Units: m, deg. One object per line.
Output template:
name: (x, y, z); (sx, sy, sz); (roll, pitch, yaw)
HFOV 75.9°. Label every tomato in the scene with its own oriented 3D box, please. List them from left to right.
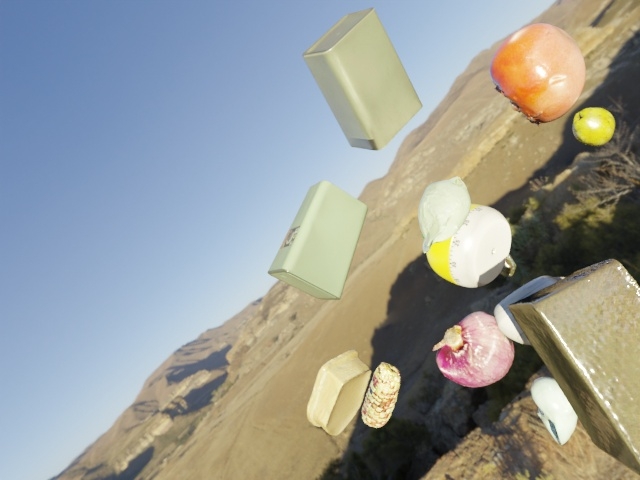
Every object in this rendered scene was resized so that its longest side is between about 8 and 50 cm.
tomato: (0.784, -0.598, 1.463); (0.272, 0.341, 0.341); (-48, -4, 34)

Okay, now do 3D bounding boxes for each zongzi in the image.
zongzi: (0.760, 0.063, 1.894); (0.220, 0.243, 0.112); (-105, 29, -54)

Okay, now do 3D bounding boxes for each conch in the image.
conch: (0.745, 0.539, 1.302); (0.121, 0.221, 0.184); (-9, 35, 31)

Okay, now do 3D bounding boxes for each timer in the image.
timer: (0.433, 0.002, 1.323); (0.285, 0.285, 0.285); (-44, -2, -2)

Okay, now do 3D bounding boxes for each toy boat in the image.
toy boat: (0.035, 0.329, 0.854); (0.116, 0.061, 0.188); (-11, -56, -44)

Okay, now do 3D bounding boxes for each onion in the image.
onion: (0.582, 0.418, 1.425); (0.267, 0.349, 0.159); (-53, 28, 5)

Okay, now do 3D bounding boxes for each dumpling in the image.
dumpling: (0.266, -0.068, 0.947); (0.153, 0.108, 0.219); (-35, 14, 49)

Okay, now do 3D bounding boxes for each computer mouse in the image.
computer mouse: (0.513, 0.164, 0.927); (0.184, 0.121, 0.297); (-45, -36, 21)

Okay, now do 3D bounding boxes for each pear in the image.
pear: (0.803, -0.332, 1.205); (0.107, 0.132, 0.107); (-52, 20, 27)

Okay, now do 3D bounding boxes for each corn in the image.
corn: (0.175, 0.438, 1.167); (0.086, 0.086, 0.253); (-42, -33, -47)

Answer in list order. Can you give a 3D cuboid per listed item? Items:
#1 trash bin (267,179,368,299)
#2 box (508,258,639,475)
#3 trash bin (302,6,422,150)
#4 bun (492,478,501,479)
trash bin: (0.000, 0.000, 1.374); (0.158, 0.223, 0.343); (-18, 47, 59)
box: (0.443, 0.186, 0.633); (0.143, 0.273, 0.184); (-30, -17, 6)
trash bin: (0.095, -0.344, 0.891); (0.164, 0.240, 0.122); (-46, 36, -13)
bun: (0.559, 0.800, 1.294); (0.086, 0.055, 0.086); (-172, 90, -75)
